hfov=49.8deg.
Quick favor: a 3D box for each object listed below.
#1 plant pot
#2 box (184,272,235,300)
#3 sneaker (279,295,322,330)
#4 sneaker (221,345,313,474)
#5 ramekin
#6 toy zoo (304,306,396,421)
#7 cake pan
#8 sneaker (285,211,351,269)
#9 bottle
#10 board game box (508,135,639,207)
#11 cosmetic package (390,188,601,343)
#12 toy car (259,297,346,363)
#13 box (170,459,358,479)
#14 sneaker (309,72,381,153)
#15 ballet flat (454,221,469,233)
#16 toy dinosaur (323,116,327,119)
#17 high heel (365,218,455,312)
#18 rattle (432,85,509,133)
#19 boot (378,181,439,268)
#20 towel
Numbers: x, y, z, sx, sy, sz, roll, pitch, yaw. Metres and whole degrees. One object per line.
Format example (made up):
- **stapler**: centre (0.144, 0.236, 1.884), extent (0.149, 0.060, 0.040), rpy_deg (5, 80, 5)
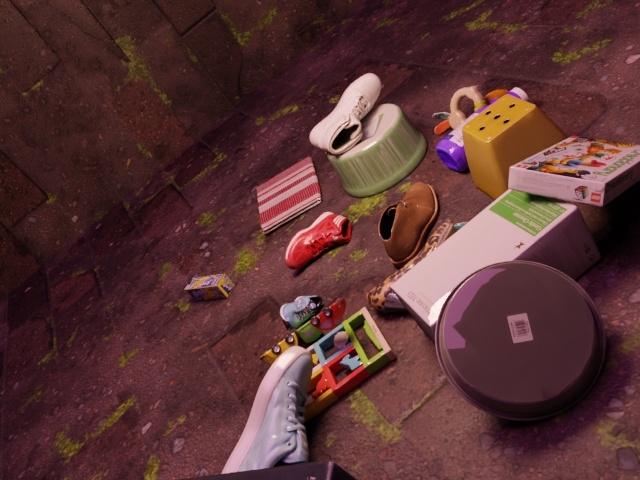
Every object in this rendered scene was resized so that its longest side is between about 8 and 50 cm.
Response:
- **plant pot**: centre (0.468, -0.228, 1.677), extent (0.212, 0.187, 0.212), rpy_deg (-37, 29, 2)
- **box**: centre (-0.353, 0.150, 2.196), extent (0.169, 0.059, 0.054), rpy_deg (-9, 38, 42)
- **sneaker**: centre (-0.046, 0.174, 1.756), extent (0.073, 0.063, 0.162), rpy_deg (-21, 10, 29)
- **sneaker**: centre (-0.069, 0.402, 1.425), extent (0.150, 0.135, 0.366), rpy_deg (12, 67, 28)
- **ramekin**: centre (0.166, -0.290, 2.156), extent (0.303, 0.148, 0.303), rpy_deg (-28, 29, 17)
- **toy zoo**: centre (0.019, 0.292, 1.585), extent (0.293, 0.030, 0.192), rpy_deg (-37, 28, 3)
- **cake pan**: centre (0.346, 0.164, 1.212), extent (0.293, 0.054, 0.293), rpy_deg (-6, 66, 13)
- **sneaker**: centre (0.000, 0.000, 1.986), extent (0.221, 0.087, 0.128), rpy_deg (-51, 29, -20)
- **bottle**: centre (0.456, -0.311, 1.914), extent (0.283, 0.092, 0.118), rpy_deg (-41, 29, -6)
- **board game box**: centre (0.548, -0.149, 1.423), extent (0.193, 0.053, 0.305), rpy_deg (17, 29, 38)
- **cosmetic package**: centre (0.352, 0.067, 1.407), extent (0.365, 0.155, 0.197), rpy_deg (-38, 30, -4)
- **toy car**: centre (-0.027, 0.221, 1.653), extent (0.239, 0.053, 0.225), rpy_deg (-36, -5, 1)
- **box**: centre (-0.103, 0.551, 1.111), extent (0.395, 0.212, 0.293), rpy_deg (-18, 42, 33)
- **sneaker**: centre (0.109, -0.378, 2.096), extent (0.292, 0.108, 0.169), rpy_deg (-49, 30, -1)
- **ballet flat**: centre (0.323, -0.016, 1.688), extent (0.114, 0.041, 0.041), rpy_deg (-28, 29, 15)
- **toy dinosaur**: centre (0.079, -0.451, 2.599), extent (0.118, 0.064, 0.268), rpy_deg (-26, 27, 8)
- **high heel**: centre (0.213, 0.055, 1.641), extent (0.186, 0.093, 0.261), rpy_deg (-1, 54, 40)
- **rattle**: centre (0.448, -0.393, 2.077), extent (0.143, 0.130, 0.200), rpy_deg (-42, 0, -31)
- **boot**: centre (0.228, -0.072, 1.801), extent (0.112, 0.115, 0.305), rpy_deg (-19, 32, 35)
- **towel**: centre (-0.111, -0.160, 2.407), extent (0.237, 0.037, 0.329), rpy_deg (-30, 31, 10)
